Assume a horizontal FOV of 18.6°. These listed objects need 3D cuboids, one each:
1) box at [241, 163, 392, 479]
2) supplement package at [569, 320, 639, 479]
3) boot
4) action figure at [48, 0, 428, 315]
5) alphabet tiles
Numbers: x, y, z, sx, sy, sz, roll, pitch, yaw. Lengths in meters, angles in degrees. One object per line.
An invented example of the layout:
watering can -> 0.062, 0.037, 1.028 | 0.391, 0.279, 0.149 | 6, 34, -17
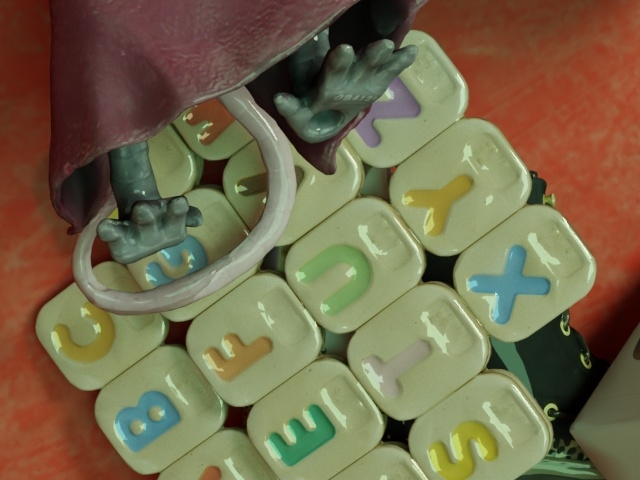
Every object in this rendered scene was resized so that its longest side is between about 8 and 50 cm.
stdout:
box -> 0.000, 0.000, 1.092 | 0.067, 0.063, 0.324 | 3, 99, -14
supplement package -> 0.275, 0.061, 1.093 | 0.134, 0.139, 0.244 | 50, 56, -17
boot -> 0.138, 0.048, 1.131 | 0.236, 0.085, 0.178 | -2, 97, -17
action figure -> -0.081, -0.191, 0.965 | 0.248, 0.276, 0.370 | -22, 68, -10
alphabet tiles -> -0.008, 0.032, 1.045 | 0.278, 0.021, 0.284 | -36, 89, 15
